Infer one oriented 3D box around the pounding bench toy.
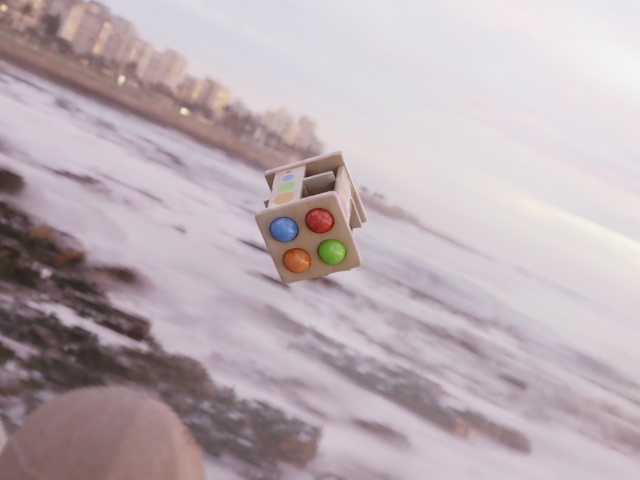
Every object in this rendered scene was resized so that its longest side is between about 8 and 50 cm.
[{"bbox_3d":[0.000,0.000,0.762,0.052,0.083,0.065,-14,29,14],"label":"pounding bench toy"}]
